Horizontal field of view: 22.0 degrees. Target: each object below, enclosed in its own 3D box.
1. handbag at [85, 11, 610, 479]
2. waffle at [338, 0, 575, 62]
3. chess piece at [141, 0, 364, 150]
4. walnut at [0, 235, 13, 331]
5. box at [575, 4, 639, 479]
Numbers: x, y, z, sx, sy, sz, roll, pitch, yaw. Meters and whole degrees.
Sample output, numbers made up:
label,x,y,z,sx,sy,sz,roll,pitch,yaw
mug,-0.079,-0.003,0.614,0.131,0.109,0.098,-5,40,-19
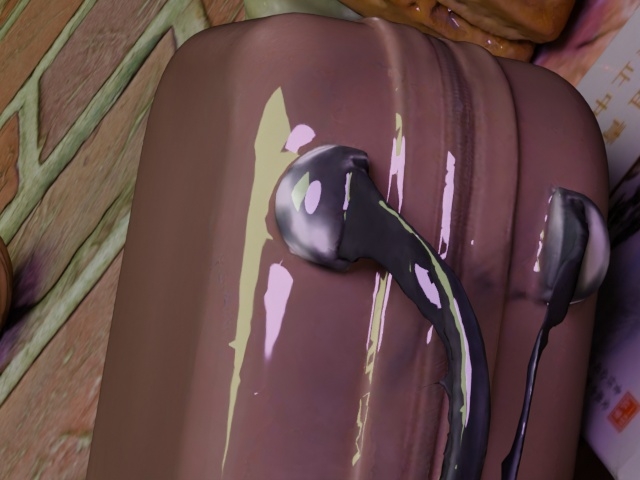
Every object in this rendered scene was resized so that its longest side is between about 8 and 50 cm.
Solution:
label,x,y,z,sx,sy,sz,roll,pitch,yaw
handbag,0.009,0.064,0.600,0.283,0.149,0.302,172,109,-73
waffle,0.075,-0.273,0.896,0.098,0.224,0.327,-26,38,63
chess piece,-0.024,-0.110,1.030,0.243,0.133,0.133,-57,23,19
walnut,-0.347,0.052,1.384,0.197,0.165,0.165,-44,27,11
box,0.145,0.008,0.622,0.149,0.067,0.233,-55,24,12
